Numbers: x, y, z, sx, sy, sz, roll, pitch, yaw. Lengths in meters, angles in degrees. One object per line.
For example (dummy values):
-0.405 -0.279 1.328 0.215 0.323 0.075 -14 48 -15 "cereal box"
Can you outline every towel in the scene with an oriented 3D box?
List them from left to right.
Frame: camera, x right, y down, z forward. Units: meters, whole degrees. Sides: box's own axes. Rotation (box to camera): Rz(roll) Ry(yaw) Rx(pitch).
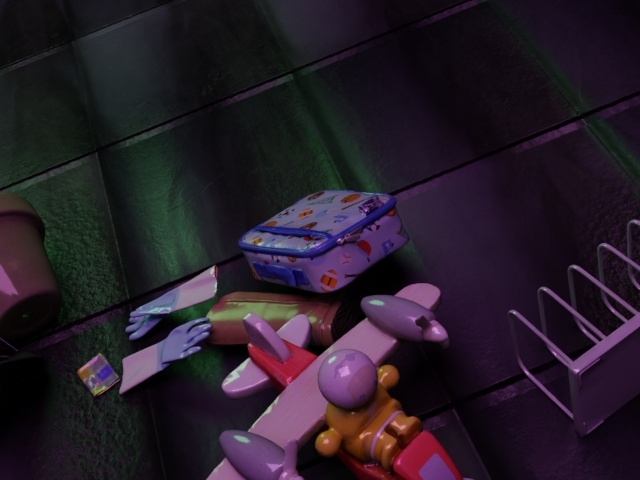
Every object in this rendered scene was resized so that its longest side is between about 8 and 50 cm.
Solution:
-0.427 0.258 1.721 0.060 0.009 0.083 -36 50 -14 "towel"

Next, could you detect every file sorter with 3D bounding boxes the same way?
0.456 0.131 1.425 0.278 0.192 0.173 -34 47 -12 "file sorter"

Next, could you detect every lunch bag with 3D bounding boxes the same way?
0.000 0.000 1.646 0.243 0.114 0.303 -31 19 -29 "lunch bag"

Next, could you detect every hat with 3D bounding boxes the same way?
-0.662 0.284 1.653 0.332 0.331 0.133 -5 89 14 "hat"

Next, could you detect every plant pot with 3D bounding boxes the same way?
-0.645 0.071 1.812 0.263 0.263 0.229 -36 66 -13 "plant pot"

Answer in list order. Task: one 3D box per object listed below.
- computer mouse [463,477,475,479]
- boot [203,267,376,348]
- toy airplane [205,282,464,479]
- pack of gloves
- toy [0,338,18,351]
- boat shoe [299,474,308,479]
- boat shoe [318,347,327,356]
0.176 0.440 1.356 0.193 0.042 0.106 -38 46 -8 "computer mouse"
-0.055 0.112 1.669 0.270 0.089 0.236 -2 29 30 "boot"
0.020 0.228 1.366 0.385 0.272 0.385 0 58 -2 "toy airplane"
-0.298 0.158 1.689 0.232 0.046 0.195 -29 39 23 "pack of gloves"
-0.692 0.180 1.735 0.237 0.137 0.056 -1 53 49 "toy"
-0.167 0.448 1.408 0.325 0.123 0.116 -12 51 10 "boat shoe"
0.056 0.214 1.582 0.142 0.049 0.040 23 67 40 "boat shoe"
